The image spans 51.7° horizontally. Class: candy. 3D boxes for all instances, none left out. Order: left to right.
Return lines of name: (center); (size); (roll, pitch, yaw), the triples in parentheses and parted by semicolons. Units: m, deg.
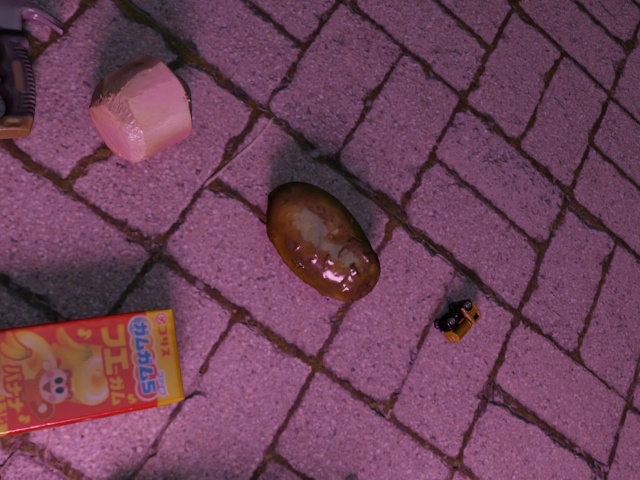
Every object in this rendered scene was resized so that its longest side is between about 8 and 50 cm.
candy: (-0.343, 0.186, 0.938); (0.275, 0.088, 0.146); (-3, 77, -27)

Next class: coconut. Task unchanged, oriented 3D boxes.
coconut: (-0.273, -0.210, 1.048); (0.152, 0.147, 0.147); (-37, 94, -26)

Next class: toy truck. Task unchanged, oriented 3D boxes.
toy truck: (0.265, 0.150, 1.260); (0.083, 0.049, 0.054); (-41, 97, -27)

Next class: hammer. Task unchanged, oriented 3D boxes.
hammer: (-0.475, -0.269, 1.020); (0.158, 0.041, 0.227); (-4, 78, -25)

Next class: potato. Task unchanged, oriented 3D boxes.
potato: (0.000, 0.000, 1.141); (0.251, 0.113, 0.149); (42, 70, -1)
